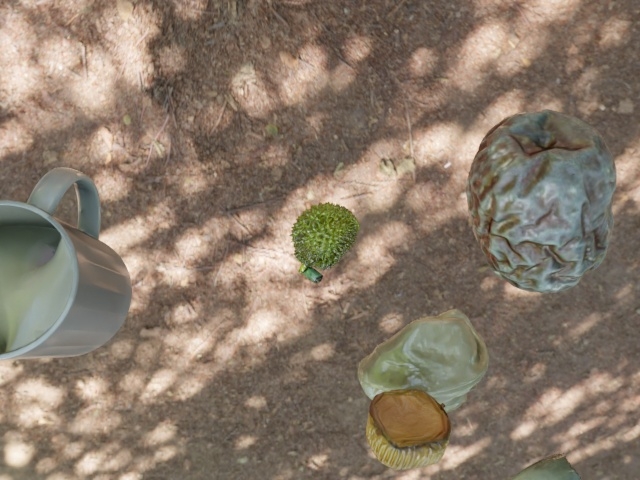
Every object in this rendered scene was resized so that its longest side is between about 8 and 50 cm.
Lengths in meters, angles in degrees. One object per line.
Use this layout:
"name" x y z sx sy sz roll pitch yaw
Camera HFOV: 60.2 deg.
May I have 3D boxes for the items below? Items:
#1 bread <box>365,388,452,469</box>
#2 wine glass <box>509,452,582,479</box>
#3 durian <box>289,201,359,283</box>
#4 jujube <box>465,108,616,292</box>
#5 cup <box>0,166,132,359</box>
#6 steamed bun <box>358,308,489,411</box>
"bread" 0.204 0.447 1.301 0.199 0.199 0.104 1 122 -12
"wine glass" 0.280 0.455 0.828 0.310 0.264 0.096 -29 83 2
"durian" 0.006 -0.013 1.302 0.146 0.159 0.198 44 149 2
"jujube" 0.349 -0.050 0.884 0.226 0.226 0.317 -20 136 4
"cup" -0.462 0.044 0.949 0.237 0.327 0.322 20 80 0
"steamed bun" 0.307 0.365 1.565 0.343 0.255 0.367 -13 153 -39
